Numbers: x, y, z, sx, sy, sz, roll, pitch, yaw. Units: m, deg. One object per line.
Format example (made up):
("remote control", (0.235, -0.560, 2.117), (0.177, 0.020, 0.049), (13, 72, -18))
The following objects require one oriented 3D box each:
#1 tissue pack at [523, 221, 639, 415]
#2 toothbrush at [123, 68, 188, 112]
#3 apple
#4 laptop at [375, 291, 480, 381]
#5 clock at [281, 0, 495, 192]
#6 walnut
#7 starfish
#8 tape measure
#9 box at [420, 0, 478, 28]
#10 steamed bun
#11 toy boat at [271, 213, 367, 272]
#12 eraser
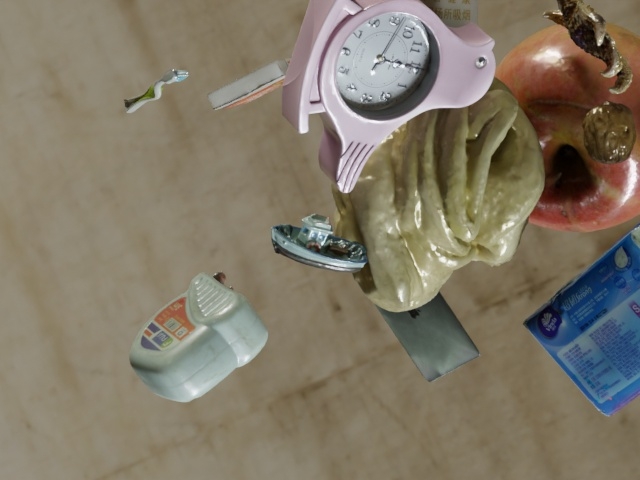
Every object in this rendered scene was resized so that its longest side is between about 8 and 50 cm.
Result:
("tissue pack", (0.471, 0.106, 1.921), (0.198, 0.146, 0.263), (49, -44, 8))
("toothbrush", (-0.229, -0.200, 1.730), (0.263, 0.026, 0.022), (171, -87, -65))
("apple", (0.445, -0.202, 2.191), (0.364, 0.364, 0.364), (157, -90, -84))
("laptop", (0.178, 0.131, 2.422), (0.269, 0.015, 0.187), (56, -35, 4))
("clock", (0.084, -0.204, 1.782), (0.290, 0.275, 0.080), (-67, -152, 19))
("walnut", (0.434, -0.163, 1.937), (0.082, 0.079, 0.096), (-1, -84, 52))
("starfish", (0.390, -0.321, 1.923), (0.216, 0.071, 0.238), (57, 0, -15))
("tape measure", (-0.214, 0.177, 2.281), (0.125, 0.246, 0.243), (54, -12, -21))
("box", (0.148, -0.475, 1.878), (0.051, 0.204, 0.365), (10, -79, 55))
("steamed bun", (0.190, -0.074, 1.934), (0.230, 0.372, 0.325), (29, -34, 59))
("toy boat", (0.000, 0.000, 1.705), (0.059, 0.140, 0.066), (-106, -147, -57))
("eraser", (-0.115, -0.305, 2.491), (0.038, 0.157, 0.230), (65, 16, -3))
